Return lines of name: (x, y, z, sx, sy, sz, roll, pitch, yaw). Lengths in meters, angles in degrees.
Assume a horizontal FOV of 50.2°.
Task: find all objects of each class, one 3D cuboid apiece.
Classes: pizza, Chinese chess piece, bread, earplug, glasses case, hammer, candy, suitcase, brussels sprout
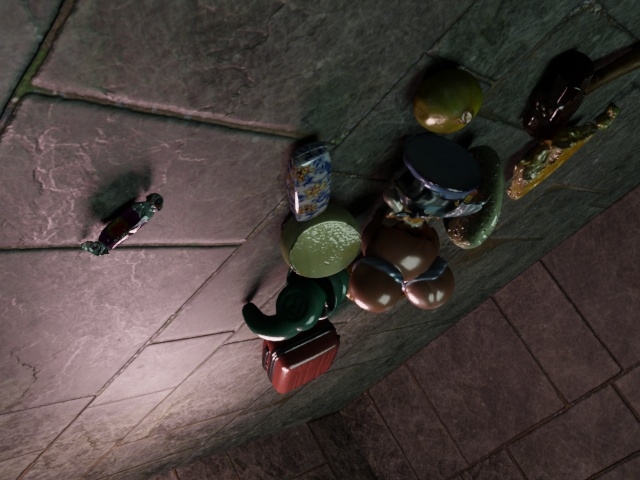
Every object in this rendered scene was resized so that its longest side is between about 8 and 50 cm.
pizza: (0.653, -0.239, 1.996, 0.323, 0.089, 0.223, -45, 161, 26)
Chinese chess piece: (0.000, 0.000, 1.569, 0.188, 0.083, 0.188, -11, 133, -12)
bread: (0.371, -0.108, 1.698, 0.040, 0.267, 0.267, 7, 144, -18)
earplug: (-0.045, 0.153, 1.816, 0.280, 0.164, 0.257, -28, 168, -40)
glasses case: (-0.024, -0.113, 1.380, 0.087, 0.065, 0.248, -27, 159, -15)
hammer: (0.703, -0.406, 1.700, 0.408, 0.095, 0.242, -27, 158, -19)
candy: (-0.341, -0.025, 1.179, 0.175, 0.045, 0.043, -37, -168, 11)
suitcase: (-0.071, 0.362, 2.231, 0.236, 0.161, 0.297, -24, 158, -20)
brussels sprout: (0.868, -0.371, 2.053, 0.051, 0.046, 0.083, -21, 157, -42)

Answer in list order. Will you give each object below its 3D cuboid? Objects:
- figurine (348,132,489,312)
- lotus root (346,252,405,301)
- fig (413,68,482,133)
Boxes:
figurine: (0.228, -0.023, 1.596, 0.276, 0.248, 0.388, 2, 138, -25)
lotus root: (0.197, 0.096, 1.993, 0.291, 0.193, 0.193, -20, 156, -28)
fig: (0.247, -0.273, 1.336, 0.136, 0.121, 0.153, -46, 179, 20)
